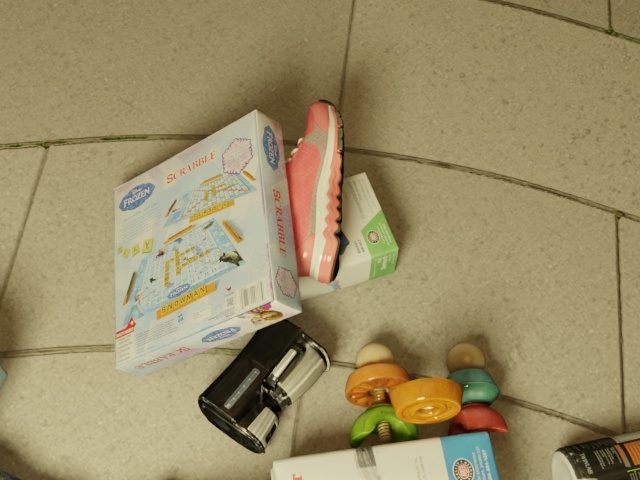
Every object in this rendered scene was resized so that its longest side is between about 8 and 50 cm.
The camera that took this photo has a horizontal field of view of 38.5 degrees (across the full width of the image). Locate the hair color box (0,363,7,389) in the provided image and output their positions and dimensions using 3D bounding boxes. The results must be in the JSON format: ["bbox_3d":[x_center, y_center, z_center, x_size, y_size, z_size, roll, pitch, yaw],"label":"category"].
[{"bbox_3d":[-0.584,0.292,1.180,0.185,0.114,0.374,17,61,6],"label":"hair color box"}]

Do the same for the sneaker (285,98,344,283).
[{"bbox_3d":[-0.032,-0.088,1.411,0.136,0.116,0.314,2,64,1],"label":"sneaker"}]

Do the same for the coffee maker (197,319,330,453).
[{"bbox_3d":[-0.101,0.205,1.374,0.171,0.120,0.178,24,60,36],"label":"coffee maker"}]

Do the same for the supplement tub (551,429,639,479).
[{"bbox_3d":[0.439,0.337,1.312,0.190,0.117,0.117,-9,63,-7],"label":"supplement tub"}]

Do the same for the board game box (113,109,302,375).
[{"bbox_3d":[-0.184,0.007,1.387,0.318,0.066,0.318,-23,59,30],"label":"board game box"}]

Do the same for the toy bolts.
[{"bbox_3d":[0.167,0.204,1.338,0.228,0.218,0.158,9,55,-18],"label":"toy bolts"}]

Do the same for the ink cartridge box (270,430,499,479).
[{"bbox_3d":[0.095,0.403,1.256,0.307,0.129,0.223,-6,64,-5],"label":"ink cartridge box"}]

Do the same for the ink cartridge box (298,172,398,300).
[{"bbox_3d":[0.000,0.000,1.484,0.212,0.093,0.154,-17,65,-8],"label":"ink cartridge box"}]

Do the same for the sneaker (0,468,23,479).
[{"bbox_3d":[-0.423,0.366,1.270,0.209,0.082,0.069,23,65,-5],"label":"sneaker"}]
